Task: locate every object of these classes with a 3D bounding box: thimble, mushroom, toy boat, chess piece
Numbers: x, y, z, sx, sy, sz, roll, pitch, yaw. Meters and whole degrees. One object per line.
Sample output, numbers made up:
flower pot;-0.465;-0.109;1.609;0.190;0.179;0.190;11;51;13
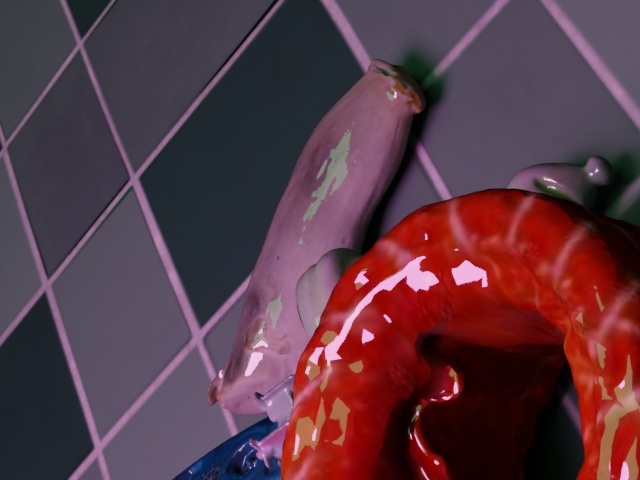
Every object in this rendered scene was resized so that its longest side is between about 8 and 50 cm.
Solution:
thimble;0.152;0.146;0.997;0.350;0.230;0.350;-22;59;41
mushroom;-0.001;-0.001;1.321;0.109;0.097;0.351;17;86;51
toy boat;-0.099;0.229;1.300;0.299;0.092;0.134;-38;26;28
chess piece;0.120;0.014;1.176;0.271;0.139;0.139;-35;51;20
